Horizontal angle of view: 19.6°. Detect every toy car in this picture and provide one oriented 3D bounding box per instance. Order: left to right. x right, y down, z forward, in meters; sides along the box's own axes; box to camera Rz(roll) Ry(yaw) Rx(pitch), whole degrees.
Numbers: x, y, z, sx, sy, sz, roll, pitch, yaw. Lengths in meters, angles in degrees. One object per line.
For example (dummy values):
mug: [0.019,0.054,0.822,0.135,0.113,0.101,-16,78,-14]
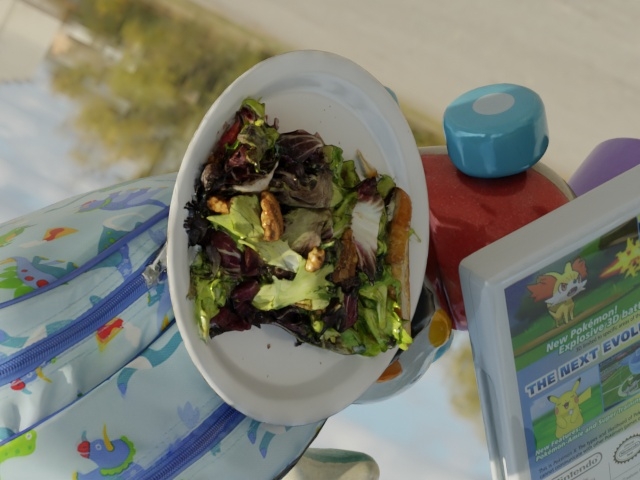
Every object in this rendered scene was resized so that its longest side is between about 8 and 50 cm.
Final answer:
toy car: [0.060,0.042,1.286,0.210,0.219,0.238,3,-144,26]

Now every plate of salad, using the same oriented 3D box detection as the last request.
plate of salad: [0.000,0.000,0.971,0.048,0.200,0.200,7,169,43]

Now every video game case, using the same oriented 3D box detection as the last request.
video game case: [0.246,0.067,1.209,0.036,0.329,0.300,39,149,48]

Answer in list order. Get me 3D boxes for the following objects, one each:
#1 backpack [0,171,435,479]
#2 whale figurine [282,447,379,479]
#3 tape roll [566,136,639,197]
backpack: [-0.138,0.091,1.051,0.290,0.355,0.273,-10,124,34]
whale figurine: [-0.060,0.243,1.545,0.216,0.272,0.141,9,-138,-29]
tape roll: [0.261,0.014,1.413,0.189,0.080,0.189,35,162,14]
